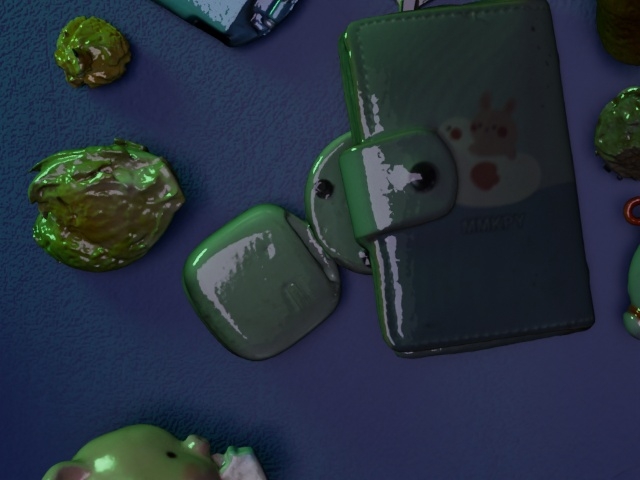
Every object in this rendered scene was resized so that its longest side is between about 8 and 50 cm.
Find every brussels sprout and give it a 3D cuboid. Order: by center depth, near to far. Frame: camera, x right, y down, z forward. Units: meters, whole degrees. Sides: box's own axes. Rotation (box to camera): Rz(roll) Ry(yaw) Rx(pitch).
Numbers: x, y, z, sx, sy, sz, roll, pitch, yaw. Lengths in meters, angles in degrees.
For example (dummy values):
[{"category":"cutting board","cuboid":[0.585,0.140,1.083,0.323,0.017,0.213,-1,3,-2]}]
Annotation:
[{"category":"brussels sprout","cuboid":[-0.229,-0.039,1.497,0.181,0.100,0.139,-17,100,7]}]

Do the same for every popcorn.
[{"category":"popcorn","cuboid":[-0.250,-0.201,1.500,0.084,0.084,0.084,0,92,8]}]

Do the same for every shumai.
[{"category":"shumai","cuboid":[0.346,-0.131,1.410,0.146,0.145,0.116,-2,68,8]}]

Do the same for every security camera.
[{"category":"security camera","cuboid":[0.000,0.000,1.477,0.302,0.080,0.157,-36,95,-3]}]

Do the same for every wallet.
[{"category":"wallet","cuboid":[0.145,-0.065,1.424,0.252,0.083,0.360,-9,90,-16]}]

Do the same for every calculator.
[{"category":"calculator","cuboid":[-0.145,-0.332,1.493,0.293,0.051,0.173,35,97,6]}]

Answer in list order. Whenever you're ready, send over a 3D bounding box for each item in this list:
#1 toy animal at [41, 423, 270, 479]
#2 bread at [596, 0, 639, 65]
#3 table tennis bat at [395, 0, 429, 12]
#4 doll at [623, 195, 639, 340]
[{"category":"toy animal","cuboid":[-0.143,0.300,1.451,0.213,0.195,0.256,-30,85,0]},{"category":"bread","cuboid":[0.368,-0.304,1.368,0.232,0.135,0.246,-3,75,22]},{"category":"table tennis bat","cuboid":[0.097,-0.278,1.481,0.095,0.014,0.158,7,92,6]},{"category":"doll","cuboid":[0.422,0.086,1.405,0.200,0.105,0.336,-39,88,8]}]
